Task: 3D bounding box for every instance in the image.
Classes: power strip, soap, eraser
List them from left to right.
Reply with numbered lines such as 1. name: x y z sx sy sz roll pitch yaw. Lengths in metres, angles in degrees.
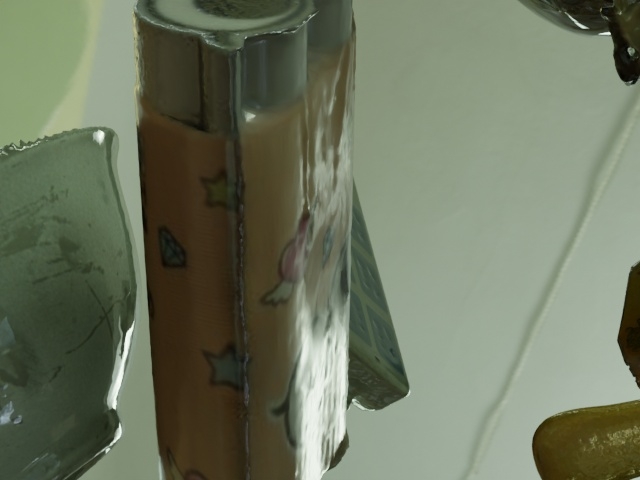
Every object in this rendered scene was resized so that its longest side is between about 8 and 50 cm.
1. eraser: -0.032 0.006 0.721 0.087 0.171 0.290 8 -59 14
2. power strip: 0.000 0.000 1.066 0.046 0.118 0.270 -29 -128 19
3. soap: 0.125 0.075 0.552 0.012 0.089 0.034 -101 179 -88

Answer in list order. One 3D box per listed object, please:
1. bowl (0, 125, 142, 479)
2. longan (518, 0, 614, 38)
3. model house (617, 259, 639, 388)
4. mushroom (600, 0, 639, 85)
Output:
1. bowl: -0.197 0.088 0.806 0.146 0.313 0.313 52 -44 5
2. longan: 0.284 -0.346 1.436 0.243 0.300 0.300 -109 -152 -48
3. model house: 0.429 0.103 1.502 0.136 0.219 0.207 40 -58 52
4. mushroom: 0.235 -0.198 0.767 0.164 0.189 0.267 -4 -52 35
